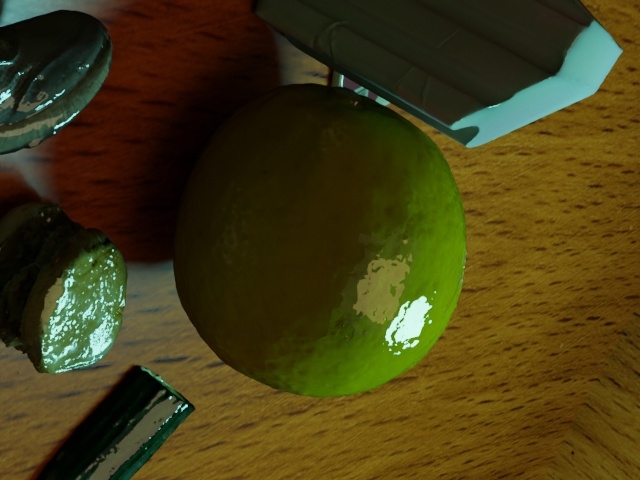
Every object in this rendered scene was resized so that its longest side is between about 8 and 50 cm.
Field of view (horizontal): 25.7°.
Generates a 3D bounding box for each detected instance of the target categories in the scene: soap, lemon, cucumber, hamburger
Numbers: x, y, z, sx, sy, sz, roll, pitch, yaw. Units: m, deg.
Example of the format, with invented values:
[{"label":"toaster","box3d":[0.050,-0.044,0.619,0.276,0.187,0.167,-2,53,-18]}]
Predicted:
[{"label":"soap","box3d":[0.124,-0.234,1.442,0.208,0.347,0.115,-58,150,2]},{"label":"lemon","box3d":[0.000,0.000,1.520,0.348,0.348,0.348,-37,146,-31]},{"label":"cucumber","box3d":[-0.253,0.263,1.674,0.244,0.063,0.115,-47,149,-13]},{"label":"hamburger","box3d":[-0.266,0.041,1.369,0.185,0.131,0.159,-10,119,-61]}]

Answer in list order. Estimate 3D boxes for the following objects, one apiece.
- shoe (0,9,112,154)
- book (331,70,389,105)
[{"label":"shoe","box3d":[-0.323,-0.141,1.113,0.336,0.132,0.171,-34,135,-29]},{"label":"book","box3d":[0.097,-0.240,1.729,0.232,0.022,0.162,-33,145,-36]}]
